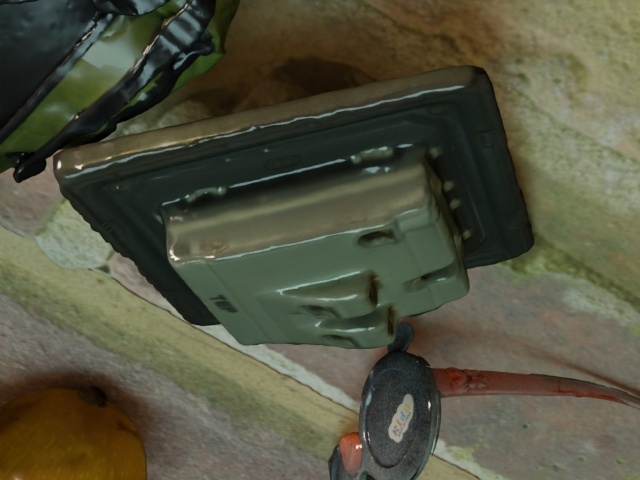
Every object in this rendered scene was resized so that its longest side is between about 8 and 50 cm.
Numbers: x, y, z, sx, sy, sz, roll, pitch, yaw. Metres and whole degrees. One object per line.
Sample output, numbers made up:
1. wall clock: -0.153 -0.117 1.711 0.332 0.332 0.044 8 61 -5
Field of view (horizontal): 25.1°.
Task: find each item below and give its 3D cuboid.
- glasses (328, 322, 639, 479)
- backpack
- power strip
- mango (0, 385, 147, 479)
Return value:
1. glasses: 0.145 0.171 1.132 0.268 0.118 0.234 2 137 -18
2. backpack: -0.167 -0.144 0.807 0.253 0.140 0.207 -15 133 30
3. power strip: -0.002 0.002 0.886 0.251 0.092 0.257 -7 156 13
4. mango: -0.276 0.271 1.174 0.187 0.144 0.359 41 94 2
